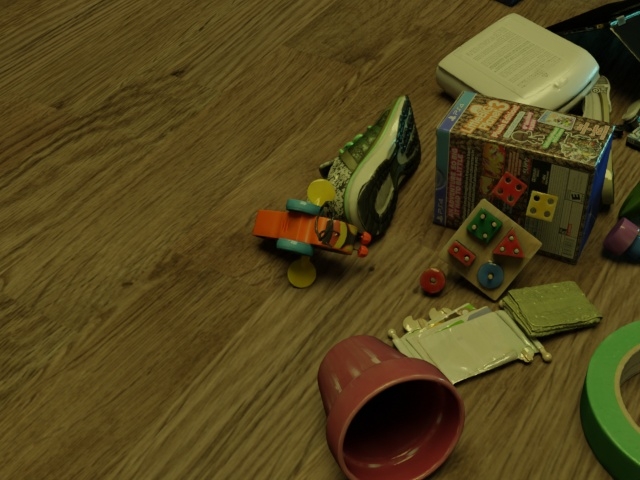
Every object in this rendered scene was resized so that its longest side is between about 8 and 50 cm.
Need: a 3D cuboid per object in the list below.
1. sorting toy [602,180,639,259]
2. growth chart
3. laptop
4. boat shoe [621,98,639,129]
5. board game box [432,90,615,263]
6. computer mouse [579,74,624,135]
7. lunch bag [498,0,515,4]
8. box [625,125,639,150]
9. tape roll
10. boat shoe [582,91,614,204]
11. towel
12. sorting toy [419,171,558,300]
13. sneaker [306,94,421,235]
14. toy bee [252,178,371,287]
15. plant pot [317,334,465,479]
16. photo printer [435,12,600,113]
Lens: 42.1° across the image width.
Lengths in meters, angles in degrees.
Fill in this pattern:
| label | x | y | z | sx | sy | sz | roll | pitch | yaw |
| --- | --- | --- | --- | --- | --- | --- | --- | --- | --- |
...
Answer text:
| label | x | y | z | sx | sy | sz | roll | pitch | yaw |
| --- | --- | --- | --- | --- | --- | --- | --- | --- | --- |
| sorting toy | 0.670 | -0.081 | 1.597 | 0.126 | 0.127 | 0.365 | 36 | 60 | 5 |
| growth chart | 0.248 | 0.171 | 1.415 | 0.237 | 0.021 | 0.172 | -15 | 43 | -10 |
| laptop | 0.770 | -0.445 | 1.983 | 0.382 | 0.236 | 0.408 | -26 | 18 | -32 |
| boat shoe | 0.707 | -0.284 | 1.841 | 0.046 | 0.038 | 0.125 | -29 | 10 | 45 |
| board game box | 0.372 | -0.121 | 1.559 | 0.291 | 0.232 | 0.141 | 18 | 47 | 23 |
| computer mouse | 0.620 | -0.301 | 1.868 | 0.106 | 0.042 | 0.193 | 1 | 49 | 14 |
| lunch bag | 0.511 | -0.694 | 2.277 | 0.065 | 0.067 | 0.098 | -32 | 48 | -26 |
| box | 0.733 | -0.206 | 1.763 | 0.094 | 0.027 | 0.137 | -35 | 51 | -26 |
| tape roll | 0.561 | 0.257 | 1.252 | 0.321 | 0.077 | 0.321 | -3 | 42 | 3 |
| boat shoe | 0.542 | -0.196 | 1.702 | 0.103 | 0.113 | 0.302 | -4 | 45 | 21 |
| towel | 0.401 | 0.118 | 1.442 | 0.148 | 0.027 | 0.110 | -10 | 41 | -15 |
| sorting toy | 0.303 | 0.010 | 1.466 | 0.132 | 0.274 | 0.046 | 39 | 11 | 8 |
| sneaker | 0.086 | -0.174 | 1.721 | 0.182 | 0.158 | 0.410 | 3 | 39 | 25 |
| toy bee | 0.000 | 0.000 | 1.529 | 0.162 | 0.195 | 0.298 | 18 | 15 | -29 |
| plant pot | 0.085 | 0.241 | 1.248 | 0.201 | 0.201 | 0.180 | -19 | 29 | -15 |
| photo printer | 0.447 | -0.368 | 1.869 | 0.256 | 0.107 | 0.307 | -36 | 46 | -9 |
